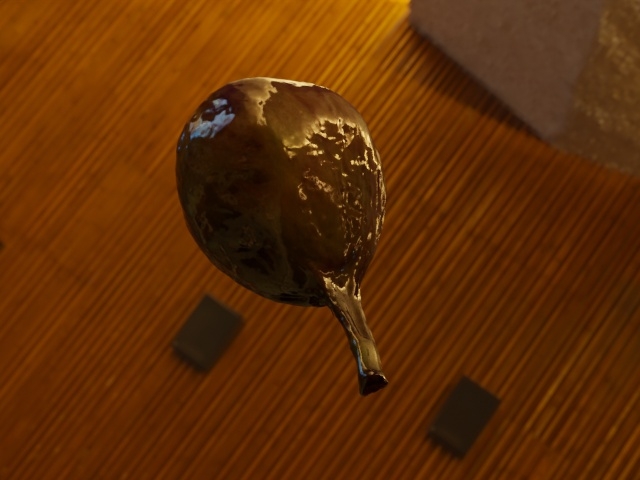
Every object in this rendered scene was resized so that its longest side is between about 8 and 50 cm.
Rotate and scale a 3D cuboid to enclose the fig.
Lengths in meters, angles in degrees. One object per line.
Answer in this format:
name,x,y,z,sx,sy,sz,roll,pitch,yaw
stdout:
fig,-0.033,0.006,1.095,0.190,0.290,0.191,-1,-27,-1
